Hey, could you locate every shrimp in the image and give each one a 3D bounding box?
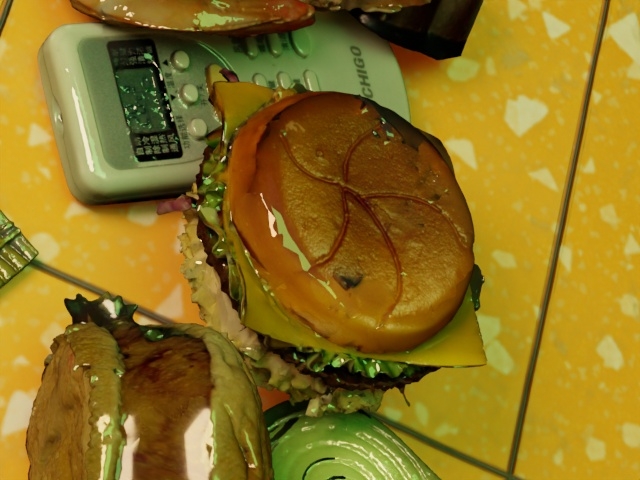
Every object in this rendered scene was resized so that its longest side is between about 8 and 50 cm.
[{"bbox_3d":[-0.060,-0.190,1.343,0.287,0.063,0.152,8,36,3],"label":"shrimp"}]

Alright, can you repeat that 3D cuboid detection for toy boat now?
[{"bbox_3d":[-0.253,-0.015,1.260,0.115,0.016,0.063,49,56,-6],"label":"toy boat"}]

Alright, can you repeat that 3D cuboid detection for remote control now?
[{"bbox_3d":[-0.063,-0.104,1.380,0.296,0.056,0.140,-7,77,-31],"label":"remote control"}]

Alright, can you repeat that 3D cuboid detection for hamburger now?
[{"bbox_3d":[-0.108,0.177,1.161,0.132,0.211,0.309,8,70,-23],"label":"hamburger"},{"bbox_3d":[0.000,0.000,1.288,0.243,0.139,0.261,16,58,-30],"label":"hamburger"}]

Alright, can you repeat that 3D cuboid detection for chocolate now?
[{"bbox_3d":[0.074,-0.215,1.462,0.149,0.080,0.125,12,33,-47],"label":"chocolate"}]

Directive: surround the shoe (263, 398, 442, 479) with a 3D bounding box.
[{"bbox_3d":[0.039,0.228,1.278,0.262,0.128,0.140,30,45,15],"label":"shoe"}]
